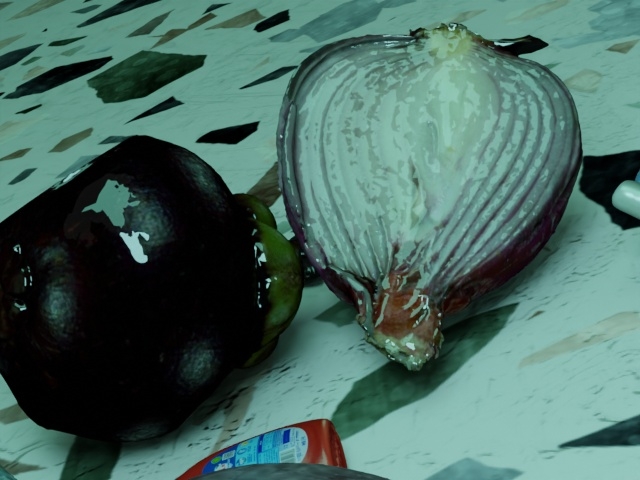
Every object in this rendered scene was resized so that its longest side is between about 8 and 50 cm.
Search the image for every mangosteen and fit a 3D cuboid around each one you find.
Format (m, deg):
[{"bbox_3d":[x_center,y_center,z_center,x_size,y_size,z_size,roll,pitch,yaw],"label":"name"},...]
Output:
[{"bbox_3d":[-0.148,0.033,1.152,0.287,0.233,0.287,-36,-1,-1],"label":"mangosteen"}]

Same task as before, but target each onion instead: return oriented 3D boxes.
[{"bbox_3d":[0.081,-0.015,1.178,0.267,0.159,0.349,11,60,9],"label":"onion"}]

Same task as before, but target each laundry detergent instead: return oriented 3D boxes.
[{"bbox_3d":[-0.062,0.187,0.986,0.165,0.049,0.097,-20,27,9],"label":"laundry detergent"}]

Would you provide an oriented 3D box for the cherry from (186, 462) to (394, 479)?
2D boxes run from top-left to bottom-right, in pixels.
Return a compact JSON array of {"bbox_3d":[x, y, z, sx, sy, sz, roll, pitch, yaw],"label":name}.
[{"bbox_3d":[0.000,0.219,0.676,0.300,0.203,0.230,-11,17,2],"label":"cherry"}]

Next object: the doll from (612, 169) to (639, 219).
[{"bbox_3d":[0.312,-0.015,1.054,0.099,0.135,0.241,-45,17,16],"label":"doll"}]

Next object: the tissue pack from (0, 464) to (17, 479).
[{"bbox_3d":[-0.378,0.216,1.031,0.228,0.128,0.311,-13,17,-29],"label":"tissue pack"}]

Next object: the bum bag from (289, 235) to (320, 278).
[{"bbox_3d":[0.000,0.001,1.341,0.058,0.034,0.124,8,36,32],"label":"bum bag"}]
